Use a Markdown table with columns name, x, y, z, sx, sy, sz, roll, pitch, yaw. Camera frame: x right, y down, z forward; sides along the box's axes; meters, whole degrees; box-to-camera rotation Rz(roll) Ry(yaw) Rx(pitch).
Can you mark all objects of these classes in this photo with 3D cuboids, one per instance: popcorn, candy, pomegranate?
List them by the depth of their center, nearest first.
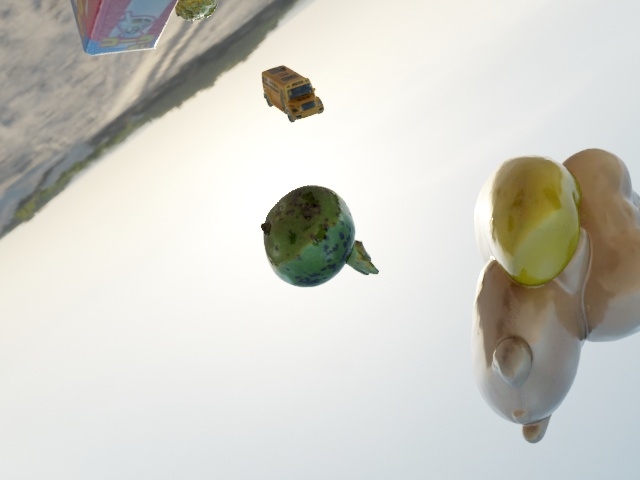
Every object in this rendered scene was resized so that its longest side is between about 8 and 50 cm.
| name | x | y | z | sx | sy | sz | roll | pitch | yaw |
| --- | --- | --- | --- | --- | --- | --- | --- | --- | --- |
| candy | -0.215 | -0.347 | 0.891 | 0.100 | 0.157 | 0.306 | -12 | 171 | -26 |
| popcorn | -0.229 | -0.433 | 1.453 | 0.082 | 0.057 | 0.083 | -34 | 180 | -41 |
| pomegranate | 0.000 | 0.000 | 1.614 | 0.211 | 0.263 | 0.211 | -49 | -148 | 46 |

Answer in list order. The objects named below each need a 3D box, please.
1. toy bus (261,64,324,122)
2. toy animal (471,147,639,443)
| name | x | y | z | sx | sy | sz | roll | pitch | yaw |
| --- | --- | --- | --- | --- | --- | --- | --- | --- | --- |
| toy bus | -0.056 | -0.284 | 1.525 | 0.069 | 0.074 | 0.162 | -21 | -147 | -18 |
| toy animal | 0.305 | 0.041 | 0.915 | 0.277 | 0.246 | 0.345 | 85 | 11 | -61 |
